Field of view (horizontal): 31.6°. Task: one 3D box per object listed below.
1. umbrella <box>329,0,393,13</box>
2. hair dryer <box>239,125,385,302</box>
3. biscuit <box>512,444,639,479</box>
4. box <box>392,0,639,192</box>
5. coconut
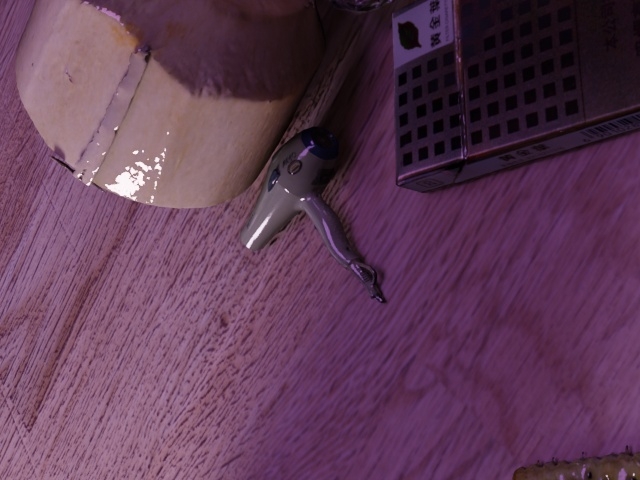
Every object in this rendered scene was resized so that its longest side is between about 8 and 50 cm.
[{"bbox_3d":[0.013,-0.373,1.207,0.113,0.106,0.357,-41,44,21],"label":"umbrella"},{"bbox_3d":[-0.014,0.001,1.169,0.167,0.067,0.199,-37,69,47],"label":"hair dryer"},{"bbox_3d":[0.241,0.222,0.844,0.231,0.016,0.139,-19,68,44],"label":"biscuit"},{"bbox_3d":[0.194,-0.163,0.973,0.325,0.047,0.180,-15,68,44],"label":"box"},{"bbox_3d":[-0.156,-0.186,1.161,0.323,0.323,0.322,-15,69,45],"label":"coconut"}]
